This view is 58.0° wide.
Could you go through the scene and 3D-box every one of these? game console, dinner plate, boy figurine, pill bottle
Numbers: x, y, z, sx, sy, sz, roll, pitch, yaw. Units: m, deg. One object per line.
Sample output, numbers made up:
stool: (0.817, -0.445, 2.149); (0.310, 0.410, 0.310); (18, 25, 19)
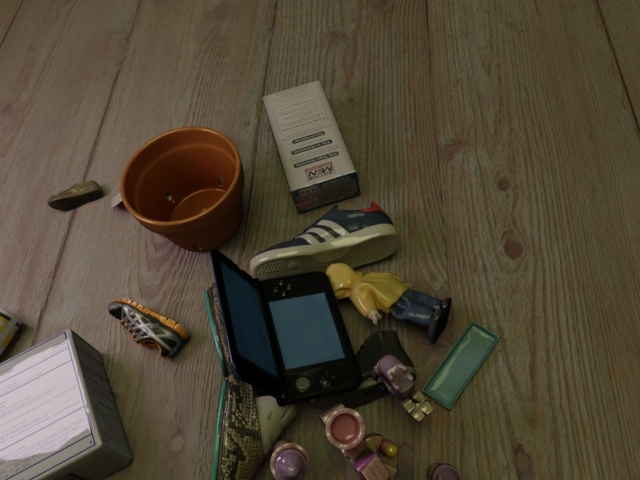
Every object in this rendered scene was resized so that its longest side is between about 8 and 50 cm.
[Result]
game console: (-0.067, 0.151, 1.134); (0.250, 0.173, 0.293); (-9, 51, -12)
dinner plate: (-0.526, -0.149, 1.557); (0.141, 0.017, 0.141); (-32, 35, 26)
boy figurine: (0.132, 0.128, 1.258); (0.285, 0.092, 0.177); (17, 29, 21)
pill bottle: (-0.797, 0.245, 1.353); (0.103, 0.103, 0.184); (15, 62, 18)

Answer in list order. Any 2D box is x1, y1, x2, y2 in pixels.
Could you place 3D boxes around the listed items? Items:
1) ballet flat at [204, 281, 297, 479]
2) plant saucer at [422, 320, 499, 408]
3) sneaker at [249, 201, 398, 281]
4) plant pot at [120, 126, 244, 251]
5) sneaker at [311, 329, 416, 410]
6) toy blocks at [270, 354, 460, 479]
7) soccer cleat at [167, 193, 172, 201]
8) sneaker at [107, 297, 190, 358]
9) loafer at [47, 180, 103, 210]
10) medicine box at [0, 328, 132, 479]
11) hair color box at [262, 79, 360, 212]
ballet flat: (-0.142, 0.284, 1.192); (0.182, 0.164, 0.483); (-6, 54, -5)
plant saucer: (0.293, 0.258, 1.205); (0.067, 0.018, 0.192); (32, 68, 26)
sneaker: (0.000, 0.000, 1.363); (0.350, 0.131, 0.148); (-13, 50, -5)
plant pot: (-0.312, -0.106, 1.428); (0.290, 0.203, 0.291); (-5, 58, 8)
sneaker: (0.078, 0.272, 1.207); (0.222, 0.083, 0.118); (-16, 47, -4)
toy blocks: (0.107, 0.387, 0.961); (0.309, 0.260, 0.289); (-33, 85, -13)
soccer cleat: (-0.404, -0.186, 1.580); (0.289, 0.093, 0.121); (-43, 31, -12)
sneaker: (-0.409, 0.199, 1.329); (0.215, 0.084, 0.083); (20, 69, 20)
loafer: (-0.676, -0.126, 1.596); (0.148, 0.056, 0.050); (-16, 56, -12)
medicine box: (-0.577, 0.381, 1.203); (0.263, 0.149, 0.289); (-27, 57, -7)
hair color box: (-0.029, -0.254, 1.528); (0.174, 0.105, 0.347); (-17, 57, -1)
